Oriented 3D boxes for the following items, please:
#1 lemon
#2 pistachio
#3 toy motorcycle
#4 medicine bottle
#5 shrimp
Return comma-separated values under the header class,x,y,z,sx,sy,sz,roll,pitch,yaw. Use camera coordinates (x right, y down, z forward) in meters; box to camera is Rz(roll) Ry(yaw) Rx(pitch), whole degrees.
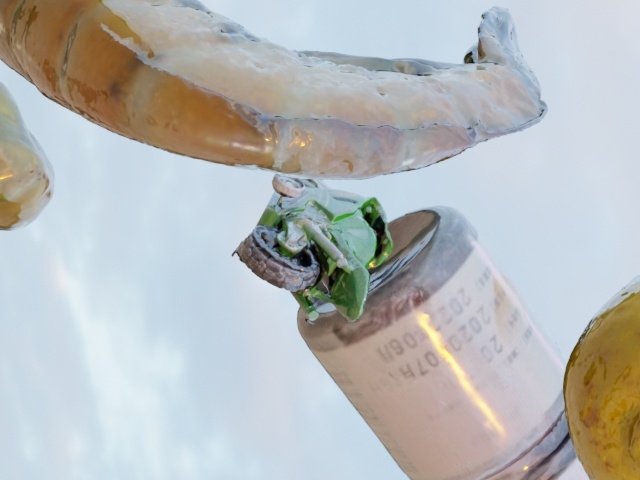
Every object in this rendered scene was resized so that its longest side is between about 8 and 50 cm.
class,x,y,z,sx,sy,sz,roll,pitch,yaw
lemon,0.225,0.090,1.118,0.170,0.207,0.170,3,-84,32
pistachio,-0.236,-0.055,1.293,0.189,0.110,0.100,-3,-114,45
toy motorcycle,0.000,0.000,1.432,0.074,0.106,0.190,-61,-177,22
medicine bottle,0.118,0.120,1.568,0.273,0.165,0.165,52,-13,-17
shrimp,-0.035,-0.080,0.671,0.262,0.198,0.051,32,-64,41
